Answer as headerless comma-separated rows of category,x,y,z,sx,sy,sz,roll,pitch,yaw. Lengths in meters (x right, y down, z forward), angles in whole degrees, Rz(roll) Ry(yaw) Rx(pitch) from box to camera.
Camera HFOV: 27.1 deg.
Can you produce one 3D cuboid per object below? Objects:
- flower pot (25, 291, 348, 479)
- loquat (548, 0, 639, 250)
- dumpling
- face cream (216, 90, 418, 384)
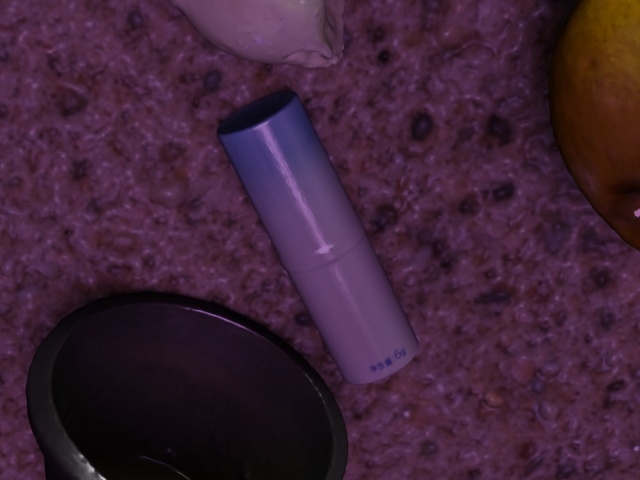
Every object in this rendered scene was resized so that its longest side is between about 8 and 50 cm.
flower pot,-0.127,0.187,1.100,0.269,0.269,0.166,17,128,-13
loquat,0.314,-0.119,1.040,0.275,0.275,0.274,-2,108,-7
dumpling,-0.049,-0.218,1.037,0.111,0.181,0.155,3,76,27
face cream,0.000,0.000,1.120,0.077,0.077,0.250,-26,110,1
